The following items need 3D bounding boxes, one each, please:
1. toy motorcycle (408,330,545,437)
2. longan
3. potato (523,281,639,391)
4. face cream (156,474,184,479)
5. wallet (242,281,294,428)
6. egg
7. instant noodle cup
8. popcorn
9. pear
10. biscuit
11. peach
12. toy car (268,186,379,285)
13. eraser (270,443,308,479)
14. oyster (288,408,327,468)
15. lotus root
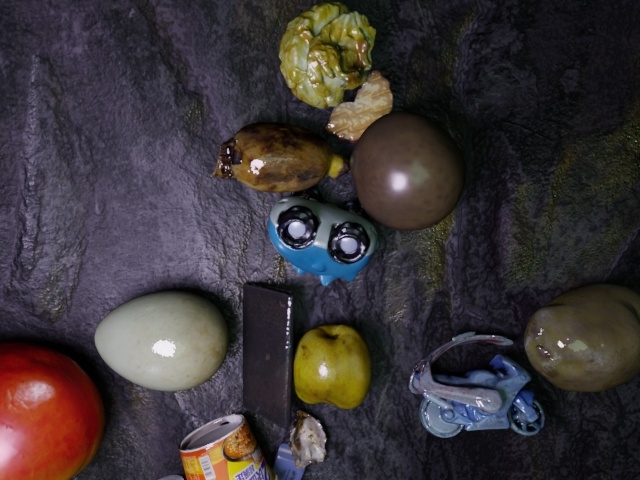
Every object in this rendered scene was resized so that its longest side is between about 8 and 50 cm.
[{"bbox_3d":[0.390,0.356,1.159,0.319,0.182,0.241,0,97,-5],"label":"toy motorcycle"},{"bbox_3d":[0.189,-0.149,1.045,0.258,0.258,0.258,-1,97,-6],"label":"longan"},{"bbox_3d":[0.659,0.241,1.158,0.326,0.221,0.243,-22,110,-14],"label":"potato"},{"bbox_3d":[-0.360,0.702,1.160,0.096,0.096,0.214,-12,98,-5],"label":"face cream"},{"bbox_3d":[-0.123,0.265,1.118,0.044,0.170,0.321,-3,98,-46],"label":"wallet"},{"bbox_3d":[-0.350,0.217,1.044,0.296,0.218,0.218,6,96,6],"label":"egg"},{"bbox_3d":[-0.225,0.525,1.108,0.213,0.213,0.174,-20,91,-4],"label":"instant noodle cup"},{"bbox_3d":[0.012,-0.403,1.029,0.204,0.184,0.221,29,80,-22],"label":"popcorn"},{"bbox_3d":[0.027,0.294,1.109,0.200,0.200,0.200,-1,97,-6],"label":"pear"},{"bbox_3d":[0.100,-0.298,1.109,0.183,0.061,0.118,-44,101,2],"label":"biscuit"},{"bbox_3d":[-0.658,0.378,0.959,0.388,0.388,0.388,-1,97,-6],"label":"peach"},{"bbox_3d":[0.000,0.000,1.075,0.255,0.188,0.190,18,118,-4],"label":"toy car"},{"bbox_3d":[-0.105,0.637,1.212,0.082,0.036,0.225,21,94,-7],"label":"eraser"},{"bbox_3d":[-0.036,0.496,1.195,0.103,0.051,0.148,-4,98,-24],"label":"oyster"},{"bbox_3d":[-0.085,-0.186,1.048,0.314,0.169,0.141,0,129,-11],"label":"lotus root"}]
